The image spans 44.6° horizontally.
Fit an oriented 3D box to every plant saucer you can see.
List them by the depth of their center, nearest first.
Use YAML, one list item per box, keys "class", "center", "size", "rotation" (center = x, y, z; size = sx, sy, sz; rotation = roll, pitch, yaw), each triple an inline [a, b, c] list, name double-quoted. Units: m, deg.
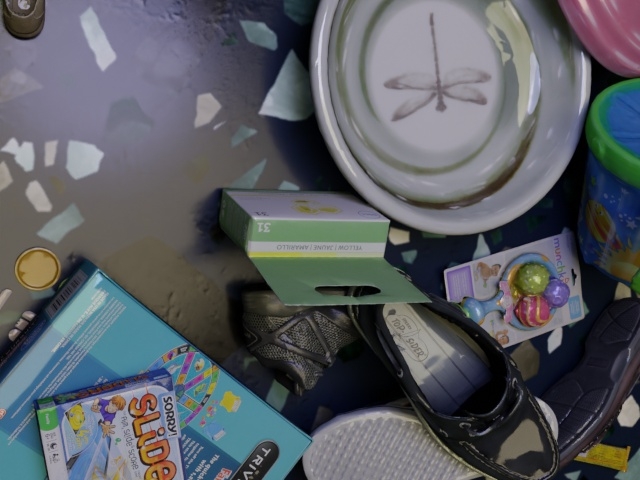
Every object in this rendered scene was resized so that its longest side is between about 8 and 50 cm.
- class: "plant saucer"
  center: [0.155, -0.209, 0.986]
  size: [0.400, 0.100, 0.400]
  rotation: [-2, 96, -24]
- class: "plant saucer"
  center: [0.413, -0.386, 1.033]
  size: [0.332, 0.084, 0.332]
  rotation: [9, 76, -40]

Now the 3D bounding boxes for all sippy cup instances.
- class: "sippy cup"
  center: [0.451, -0.062, 1.045]
  size: [0.305, 0.240, 0.224]
  rotation: [-27, 140, -28]

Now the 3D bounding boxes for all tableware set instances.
- class: "tableware set"
  center: [-0.331, 0.048, 0.841]
  size: [0.154, 0.024, 0.104]
  rotation: [37, 80, -21]

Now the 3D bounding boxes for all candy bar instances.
- class: "candy bar"
  center: [0.414, 0.323, 1.190]
  size: [0.161, 0.018, 0.040]
  rotation: [16, 85, -23]

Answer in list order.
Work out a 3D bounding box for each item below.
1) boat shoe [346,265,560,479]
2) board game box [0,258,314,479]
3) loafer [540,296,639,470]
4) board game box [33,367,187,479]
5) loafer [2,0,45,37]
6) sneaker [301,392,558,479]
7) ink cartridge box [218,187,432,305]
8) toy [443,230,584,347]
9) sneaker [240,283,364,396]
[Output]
- class: "boat shoe"
  center: [0.168, 0.166, 0.893]
  size: [0.127, 0.113, 0.340]
  rotation: [-38, 96, -8]
- class: "board game box"
  center: [-0.209, 0.224, 0.868]
  size: [0.336, 0.079, 0.254]
  rotation: [44, 78, -25]
- class: "loafer"
  center: [0.407, 0.224, 1.134]
  size: [0.095, 0.109, 0.302]
  rotation: [45, 74, -24]
- class: "board game box"
  center: [-0.208, 0.245, 0.806]
  size: [0.136, 0.035, 0.201]
  rotation: [-12, 103, -25]
- class: "loafer"
  center: [-0.305, -0.287, 0.807]
  size: [0.056, 0.050, 0.148]
  rotation: [-6, 97, -23]
- class: "sneaker"
  center: [0.132, 0.257, 1.012]
  size: [0.321, 0.127, 0.126]
  rotation: [-6, 93, -7]
- class: "ink cartridge box"
  center: [0.000, 0.000, 0.864]
  size: [0.171, 0.235, 0.056]
  rotation: [0, 108, -24]
- class: "toy"
  center: [0.288, 0.080, 1.094]
  size: [0.237, 0.056, 0.137]
  rotation: [-14, 101, -22]
- class: "sneaker"
  center: [0.014, 0.117, 0.965]
  size: [0.227, 0.087, 0.130]
  rotation: [-2, 97, -20]
